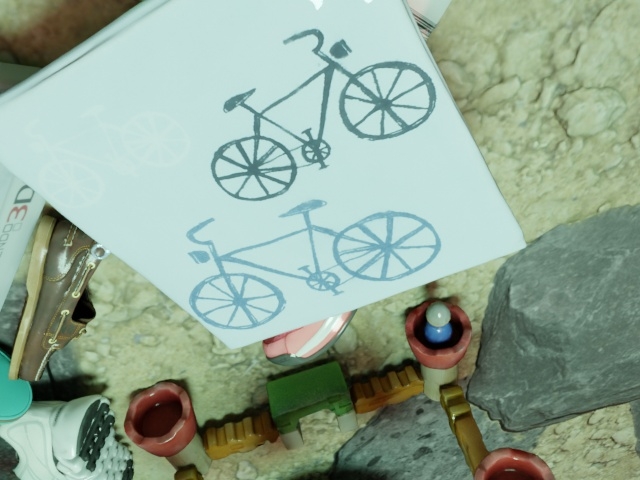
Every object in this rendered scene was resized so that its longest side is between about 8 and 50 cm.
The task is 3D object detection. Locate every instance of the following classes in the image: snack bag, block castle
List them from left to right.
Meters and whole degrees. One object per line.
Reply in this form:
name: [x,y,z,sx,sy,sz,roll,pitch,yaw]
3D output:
snack bag: [-0.045,-0.042,0.444,0.323,0.037,0.342,-22,133,22]
block castle: [0.006,0.267,0.669,0.453,0.303,0.213,-16,135,-3]

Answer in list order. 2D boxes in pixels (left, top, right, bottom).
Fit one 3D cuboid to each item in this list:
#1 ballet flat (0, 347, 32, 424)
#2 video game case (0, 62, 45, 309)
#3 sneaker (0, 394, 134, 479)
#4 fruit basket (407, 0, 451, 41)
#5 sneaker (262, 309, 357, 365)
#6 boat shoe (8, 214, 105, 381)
ballet flat: [-0.420,0.119,0.585,0.087,0.083,0.247,-17,134,29]
video game case: [-0.356,-0.001,0.399,0.300,0.036,0.329,-55,161,25]
sneaker: [-0.321,0.299,0.736,0.118,0.110,0.292,5,127,2]
fruit basket: [0.002,-0.303,0.337,0.327,0.165,0.353,19,112,-28]
sneaker: [0.000,-0.001,0.605,0.136,0.116,0.314,30,116,-10]
boat shoe: [-0.269,0.071,0.583,0.073,0.073,0.207,15,121,-23]
